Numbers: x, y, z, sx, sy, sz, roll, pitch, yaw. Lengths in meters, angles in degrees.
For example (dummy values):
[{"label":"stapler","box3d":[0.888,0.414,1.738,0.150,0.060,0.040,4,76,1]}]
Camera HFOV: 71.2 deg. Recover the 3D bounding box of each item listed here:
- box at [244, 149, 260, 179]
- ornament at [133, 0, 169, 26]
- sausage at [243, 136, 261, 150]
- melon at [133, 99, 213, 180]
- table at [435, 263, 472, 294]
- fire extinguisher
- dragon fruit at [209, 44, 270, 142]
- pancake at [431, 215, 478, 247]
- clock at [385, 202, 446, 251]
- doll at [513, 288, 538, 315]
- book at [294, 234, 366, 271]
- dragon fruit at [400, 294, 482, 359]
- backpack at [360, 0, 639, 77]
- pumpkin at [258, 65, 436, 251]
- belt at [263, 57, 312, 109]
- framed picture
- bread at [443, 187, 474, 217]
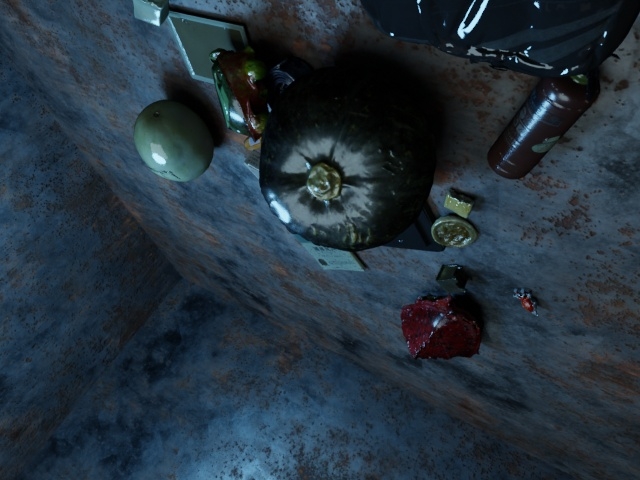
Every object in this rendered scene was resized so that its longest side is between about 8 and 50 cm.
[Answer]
[{"label":"box","box3d":[-0.100,-0.166,1.541,0.214,0.069,0.353,32,172,23]},{"label":"ornament","box3d":[-0.423,-0.676,1.125,0.130,0.120,0.285,22,159,-23]},{"label":"sausage","box3d":[-0.158,-0.345,1.459,0.348,0.053,0.053,-3,135,51]},{"label":"melon","box3d":[-0.531,-0.352,1.642,0.269,0.268,0.330,27,161,15]},{"label":"table","box3d":[0.462,0.132,1.538,0.083,0.070,0.082,46,148,-20]},{"label":"fire extinguisher","box3d":[0.440,-0.237,0.852,0.102,0.137,0.344,17,154,1]},{"label":"dragon fruit","box3d":[-0.210,-0.396,1.229,0.295,0.130,0.268,116,134,-74]},{"label":"pancake","box3d":[0.406,-0.023,1.365,0.140,0.022,0.139,12,140,10]},{"label":"clock","box3d":[0.249,-0.061,1.476,0.279,0.049,0.273,6,143,45]},{"label":"doll","box3d":[0.670,0.199,1.445,0.057,0.039,0.114,-33,105,33]},{"label":"book","box3d":[0.000,0.000,1.891,0.264,0.031,0.379,-2,136,50]},{"label":"dragon fruit","box3d":[0.506,0.300,1.760,0.286,0.227,0.329,5,134,-11]},{"label":"backpack","box3d":[0.233,-0.422,0.645,0.446,0.254,0.363,17,152,20]},{"label":"pumpkin","box3d":[0.060,-0.194,1.105,0.455,0.344,0.453,10,116,20]},{"label":"belt","box3d":[-0.084,-0.408,1.229,0.141,0.082,0.190,35,155,8]},{"label":"framed picture","box3d":[-0.308,-0.552,1.320,0.297,0.019,0.232,22,152,22]},{"label":"bread","box3d":[0.388,-0.104,1.259,0.083,0.035,0.070,30,154,24]}]
